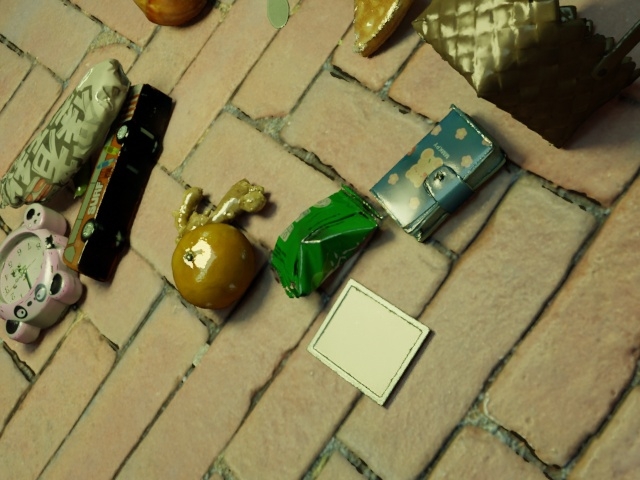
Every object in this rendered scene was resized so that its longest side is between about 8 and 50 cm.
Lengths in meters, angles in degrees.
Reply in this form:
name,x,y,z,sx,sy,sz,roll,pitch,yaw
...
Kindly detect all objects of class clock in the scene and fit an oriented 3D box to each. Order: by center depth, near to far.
name,x,y,z,sx,sy,sz,roll,pitch,yaw
clock,-0.601,0.072,1.987,0.227,0.090,0.248,-42,53,13

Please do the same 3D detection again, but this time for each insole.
name,x,y,z,sx,sy,sz,roll,pitch,yaw
insole,-0.088,-0.487,1.925,0.053,0.002,0.153,-20,59,27

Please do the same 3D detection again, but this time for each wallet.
name,x,y,z,sx,sy,sz,roll,pitch,yaw
wallet,0.187,-0.107,1.525,0.202,0.059,0.141,-45,53,10

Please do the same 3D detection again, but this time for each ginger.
name,x,y,z,sx,sy,sz,roll,pitch,yaw
ginger,-0.194,-0.047,1.777,0.193,0.052,0.176,30,90,44

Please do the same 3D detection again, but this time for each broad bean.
name,x,y,z,sx,sy,sz,roll,pitch,yaw
broad bean,-0.531,-0.215,2.093,0.060,0.043,0.298,-18,59,18

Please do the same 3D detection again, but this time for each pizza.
name,x,y,z,sx,sy,sz,roll,pitch,yaw
pizza,0.106,-0.440,1.737,0.185,0.052,0.195,-48,42,30

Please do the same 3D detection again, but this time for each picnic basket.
name,x,y,z,sx,sy,sz,roll,pitch,yaw
picnic basket,0.336,-0.328,1.366,0.321,0.291,0.254,-47,50,21

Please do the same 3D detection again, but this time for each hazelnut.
name,x,y,z,sx,sy,sz,roll,pitch,yaw
hazelnut,-0.317,-0.548,2.011,0.182,0.182,0.182,-15,62,30

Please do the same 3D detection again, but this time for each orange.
name,x,y,z,sx,sy,sz,roll,pitch,yaw
orange,-0.191,0.043,1.684,0.156,0.124,0.156,-17,59,30

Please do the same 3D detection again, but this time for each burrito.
name,x,y,z,sx,sy,sz,roll,pitch,yaw
burrito,-0.544,-0.190,1.989,0.445,0.101,0.139,-44,50,23

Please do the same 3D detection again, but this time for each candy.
name,x,y,z,sx,sy,sz,roll,pitch,yaw
candy,-0.001,-0.001,1.602,0.203,0.078,0.141,-45,51,3

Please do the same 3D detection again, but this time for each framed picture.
name,x,y,z,sx,sy,sz,roll,pitch,yaw
framed picture,0.074,0.159,1.518,0.183,0.011,0.142,32,90,40

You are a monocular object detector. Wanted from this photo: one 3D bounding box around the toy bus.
name,x,y,z,sx,sy,sz,roll,pitch,yaw
toy bus,-0.409,-0.119,1.933,0.092,0.093,0.409,4,71,45
